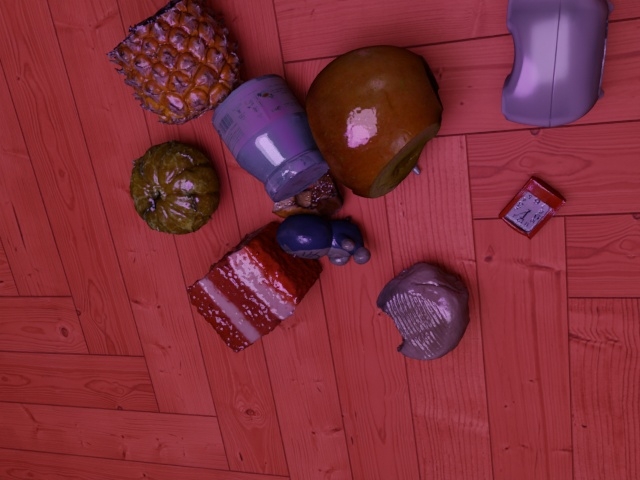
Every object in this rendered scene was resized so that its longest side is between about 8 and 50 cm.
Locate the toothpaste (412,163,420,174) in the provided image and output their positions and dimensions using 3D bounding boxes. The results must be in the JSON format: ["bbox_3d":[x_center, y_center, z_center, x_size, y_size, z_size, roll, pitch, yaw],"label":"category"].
[{"bbox_3d":[0.202,-0.274,1.938,0.233,0.038,0.060,47,114,-1],"label":"toothpaste"}]

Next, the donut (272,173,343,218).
[{"bbox_3d":[-0.030,-0.125,2.030,0.217,0.141,0.085,-13,68,21],"label":"donut"}]

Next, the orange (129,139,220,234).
[{"bbox_3d":[-0.446,-0.155,2.113,0.301,0.223,0.300,-33,83,28],"label":"orange"}]

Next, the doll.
[{"bbox_3d":[0.000,0.000,2.015,0.259,0.228,0.153,1,90,-24],"label":"doll"}]

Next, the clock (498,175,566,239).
[{"bbox_3d":[0.577,-0.091,1.869,0.113,0.061,0.155,36,122,2],"label":"clock"}]

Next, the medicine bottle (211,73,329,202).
[{"bbox_3d":[-0.128,-0.276,1.899,0.245,0.245,0.289,-39,80,28],"label":"medicine bottle"}]

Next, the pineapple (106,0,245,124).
[{"bbox_3d":[-0.386,-0.494,1.900,0.353,0.352,0.300,-22,113,26],"label":"pineapple"}]

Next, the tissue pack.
[{"bbox_3d":[0.562,-0.443,1.626,0.236,0.229,0.332,5,113,20],"label":"tissue pack"}]

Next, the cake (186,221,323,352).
[{"bbox_3d":[-0.196,0.130,2.116,0.320,0.269,0.270,-38,97,28],"label":"cake"}]

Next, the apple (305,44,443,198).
[{"bbox_3d":[0.154,-0.313,1.773,0.375,0.374,0.383,-13,124,24],"label":"apple"}]

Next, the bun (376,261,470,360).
[{"bbox_3d":[0.320,0.196,2.003,0.282,0.205,0.281,16,121,28],"label":"bun"}]
